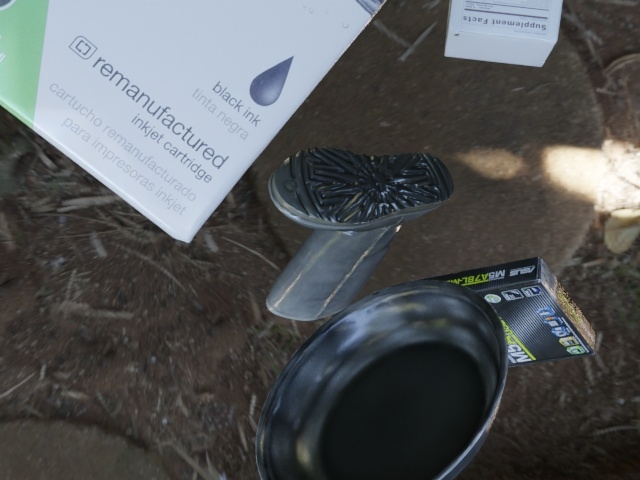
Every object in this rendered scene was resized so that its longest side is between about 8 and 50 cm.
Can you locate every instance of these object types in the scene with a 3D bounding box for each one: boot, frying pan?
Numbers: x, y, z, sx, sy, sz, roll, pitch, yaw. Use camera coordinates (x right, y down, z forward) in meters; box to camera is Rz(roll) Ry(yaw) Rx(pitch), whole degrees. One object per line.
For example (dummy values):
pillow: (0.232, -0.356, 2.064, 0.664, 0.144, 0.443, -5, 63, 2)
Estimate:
boot: (0.000, 0.002, 0.872, 0.189, 0.208, 0.076, 1, 64, -33)
frying pan: (0.034, 0.155, 0.632, 0.197, 0.326, 0.053, -20, 127, 27)

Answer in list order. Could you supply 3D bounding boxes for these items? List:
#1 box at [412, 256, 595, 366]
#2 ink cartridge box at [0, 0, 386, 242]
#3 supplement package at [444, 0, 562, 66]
box: (0.242, 0.102, 1.304, 0.191, 0.184, 0.045, 47, 41, -39)
ink cartridge box: (-0.064, -0.171, 0.499, 0.198, 0.115, 0.273, 39, 92, -21)
supplement package: (0.239, -0.359, 1.251, 0.139, 0.134, 0.244, 8, 88, 5)
